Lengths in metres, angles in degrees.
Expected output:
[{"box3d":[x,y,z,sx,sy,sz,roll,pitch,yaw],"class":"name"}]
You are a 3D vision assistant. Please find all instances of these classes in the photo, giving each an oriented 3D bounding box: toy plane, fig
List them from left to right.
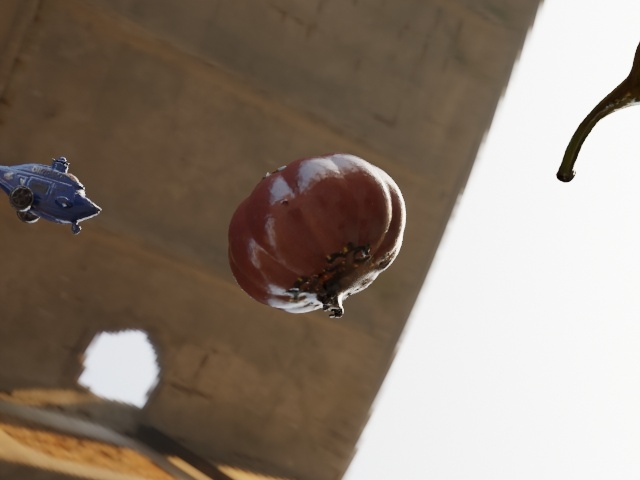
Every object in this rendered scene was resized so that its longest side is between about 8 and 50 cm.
[{"box3d":[-0.269,-0.056,1.318,0.054,0.167,0.062,100,-170,-77],"class":"toy plane"},{"box3d":[0.276,-0.123,1.215,0.124,0.236,0.124,36,-142,-34],"class":"fig"}]

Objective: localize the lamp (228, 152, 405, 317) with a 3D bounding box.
[{"box3d":[0.000,0.000,1.458,0.182,0.140,0.182,-24,-28,-13],"class":"lamp"}]
